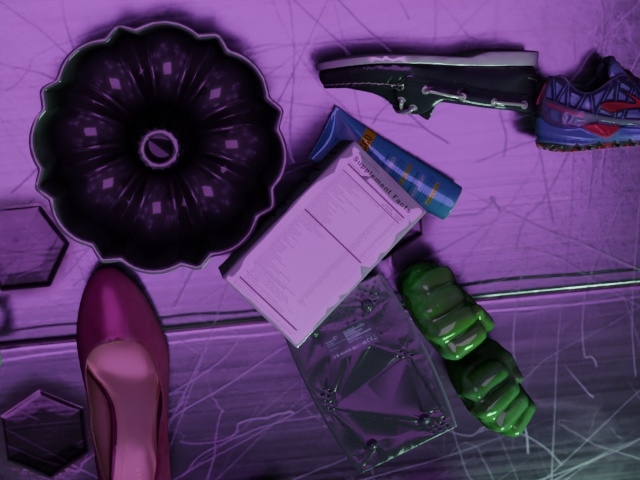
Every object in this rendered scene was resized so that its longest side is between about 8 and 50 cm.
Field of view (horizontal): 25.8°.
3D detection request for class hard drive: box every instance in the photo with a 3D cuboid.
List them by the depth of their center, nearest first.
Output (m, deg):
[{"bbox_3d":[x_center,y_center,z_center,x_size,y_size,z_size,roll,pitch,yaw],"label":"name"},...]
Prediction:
[{"bbox_3d":[0.066,0.181,1.955,0.172,0.054,0.254,-27,104,2],"label":"hard drive"}]

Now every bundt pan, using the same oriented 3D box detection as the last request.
[{"bbox_3d":[-0.209,-0.127,1.833,0.331,0.124,0.330,-1,101,-4],"label":"bundt pan"}]

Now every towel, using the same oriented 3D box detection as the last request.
[{"bbox_3d":[-0.145,-0.029,1.928,0.083,0.009,0.060,-15,105,-2],"label":"towel"}]

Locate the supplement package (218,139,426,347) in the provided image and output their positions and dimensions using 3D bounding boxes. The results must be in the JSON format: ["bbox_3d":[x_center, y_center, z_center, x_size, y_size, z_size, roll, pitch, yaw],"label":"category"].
[{"bbox_3d":[0.000,0.000,1.831,0.139,0.134,0.244,44,89,-8],"label":"supplement package"}]

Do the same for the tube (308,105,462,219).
[{"bbox_3d":[0.092,-0.100,1.917,0.207,0.052,0.080,28,93,-6],"label":"tube"}]

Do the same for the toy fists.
[{"bbox_3d":[0.205,0.150,1.938,0.096,0.142,0.279,-30,106,3],"label":"toy fists"}]

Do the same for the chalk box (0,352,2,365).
[{"bbox_3d":[-0.536,0.149,1.875,0.213,0.132,0.132,-8,104,-4],"label":"chalk box"}]

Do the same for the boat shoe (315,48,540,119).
[{"bbox_3d":[0.145,-0.205,1.857,0.303,0.114,0.091,-2,99,-4],"label":"boat shoe"}]

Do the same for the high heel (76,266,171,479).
[{"bbox_3d":[-0.259,0.231,1.894,0.127,0.181,0.377,-11,105,-2],"label":"high heel"}]

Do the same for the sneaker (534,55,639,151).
[{"bbox_3d":[0.414,-0.188,1.884,0.262,0.104,0.125,-6,96,-17],"label":"sneaker"}]
